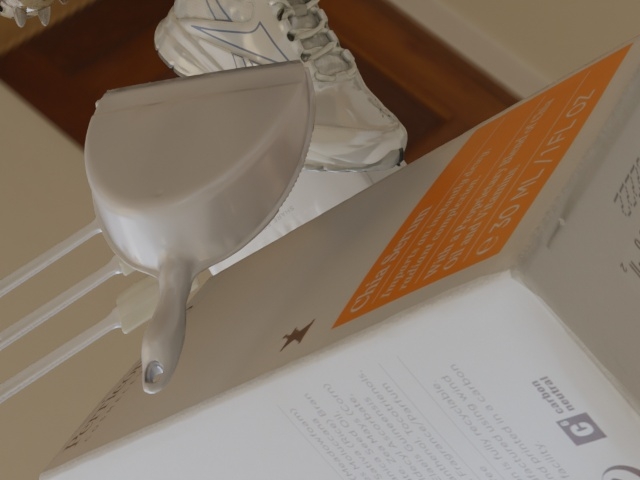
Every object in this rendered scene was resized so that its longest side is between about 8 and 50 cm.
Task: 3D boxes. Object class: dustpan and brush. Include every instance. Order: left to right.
[{"bbox_3d":[-0.081,-0.009,0.784,0.211,0.147,0.060,-78,154,-45],"label":"dustpan and brush"}]

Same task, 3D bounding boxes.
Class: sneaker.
[{"bbox_3d":[-0.035,-0.160,1.174,0.111,0.297,0.129,-16,136,-44],"label":"sneaker"}]

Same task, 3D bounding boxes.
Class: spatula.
[{"bbox_3d":[-0.221,0.043,1.268,0.242,0.168,0.019,-32,139,15],"label":"spatula"}]

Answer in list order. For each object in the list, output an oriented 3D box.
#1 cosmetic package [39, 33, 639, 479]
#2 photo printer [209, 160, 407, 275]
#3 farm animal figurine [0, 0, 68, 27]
[{"bbox_3d":[0.048,0.075,0.822,0.453,0.161,0.230,-29,-163,46],"label":"cosmetic package"},{"bbox_3d":[0.000,0.000,1.458,0.256,0.307,0.107,-33,178,33],"label":"photo printer"},{"bbox_3d":[-0.351,-0.310,1.483,0.327,0.330,0.172,87,0,-89],"label":"farm animal figurine"}]
